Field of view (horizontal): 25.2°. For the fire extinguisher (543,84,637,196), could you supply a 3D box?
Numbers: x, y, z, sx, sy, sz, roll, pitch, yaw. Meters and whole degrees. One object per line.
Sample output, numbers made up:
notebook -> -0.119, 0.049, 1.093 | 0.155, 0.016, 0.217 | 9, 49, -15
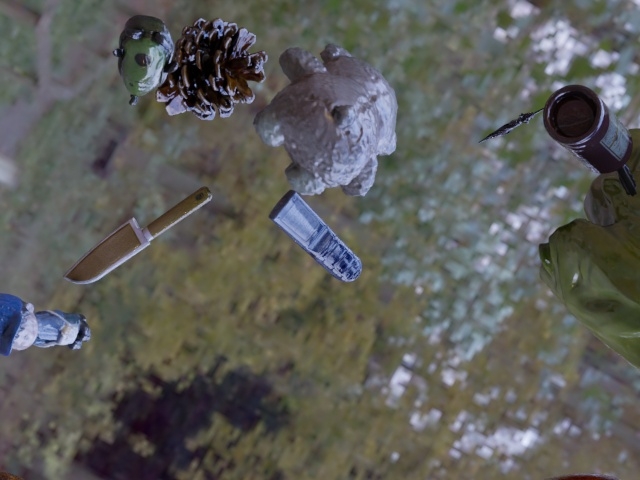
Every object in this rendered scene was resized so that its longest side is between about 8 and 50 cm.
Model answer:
fire extinguisher -> 0.335, -0.111, 1.712 | 0.071, 0.099, 0.231 | -30, 158, 16

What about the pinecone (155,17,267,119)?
pinecone -> -0.191, -0.307, 2.563 | 0.212, 0.169, 0.185 | 1, -101, 57

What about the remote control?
remote control -> -0.001, -0.001, 1.707 | 0.043, 0.152, 0.027 | -48, -145, -2

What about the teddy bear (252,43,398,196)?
teddy bear -> 0.018, -0.175, 2.050 | 0.151, 0.236, 0.267 | -26, -167, 20

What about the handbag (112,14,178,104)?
handbag -> -0.191, -0.196, 1.560 | 0.111, 0.072, 0.047 | 110, -9, -49

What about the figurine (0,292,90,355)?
figurine -> -0.342, 0.096, 1.691 | 0.136, 0.079, 0.077 | -5, 153, -47

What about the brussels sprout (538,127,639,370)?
brussels sprout -> 0.543, 0.030, 1.913 | 0.342, 0.361, 0.425 | 8, 131, -50

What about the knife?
knife -> -0.256, -0.008, 1.993 | 0.256, 0.046, 0.022 | -33, 170, 16

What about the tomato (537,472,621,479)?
tomato -> 0.252, 0.384, 1.679 | 0.309, 0.170, 0.309 | -24, -145, 19

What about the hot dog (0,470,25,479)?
hot dog -> -0.453, 0.387, 1.899 | 0.227, 0.099, 0.160 | -21, -129, 37

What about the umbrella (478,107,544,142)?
umbrella -> 0.282, -0.171, 2.104 | 0.122, 0.022, 0.013 | -22, -160, 30
